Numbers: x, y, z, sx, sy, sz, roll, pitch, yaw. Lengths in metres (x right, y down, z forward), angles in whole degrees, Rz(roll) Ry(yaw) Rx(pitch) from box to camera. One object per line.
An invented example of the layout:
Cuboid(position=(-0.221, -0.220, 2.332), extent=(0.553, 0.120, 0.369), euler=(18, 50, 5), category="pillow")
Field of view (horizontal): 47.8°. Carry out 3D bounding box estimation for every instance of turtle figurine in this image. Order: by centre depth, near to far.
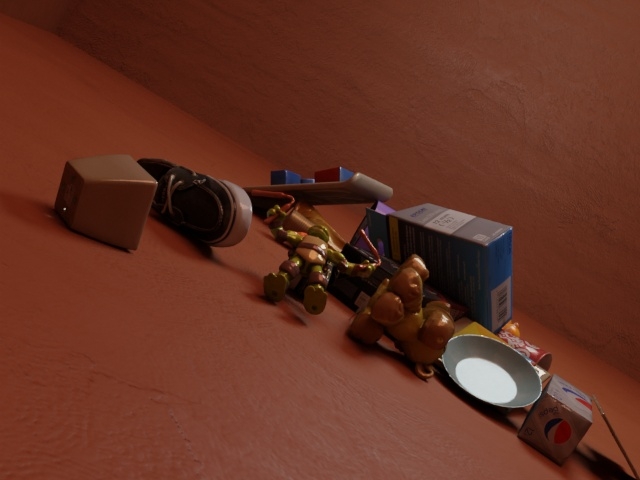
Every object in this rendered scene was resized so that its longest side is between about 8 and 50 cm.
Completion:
Cuboid(position=(-0.032, 0.027, 1.264), extent=(0.270, 0.087, 0.217), euler=(31, 36, -5), category="turtle figurine")

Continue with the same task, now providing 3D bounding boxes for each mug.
Cuboid(position=(0.421, 0.255, 1.645), extent=(0.169, 0.113, 0.150), euler=(32, -9, 36), category="mug")

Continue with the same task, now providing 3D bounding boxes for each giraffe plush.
Cuboid(position=(0.162, 0.155, 1.298), extent=(0.170, 0.181, 0.210), euler=(42, -27, 1), category="giraffe plush")

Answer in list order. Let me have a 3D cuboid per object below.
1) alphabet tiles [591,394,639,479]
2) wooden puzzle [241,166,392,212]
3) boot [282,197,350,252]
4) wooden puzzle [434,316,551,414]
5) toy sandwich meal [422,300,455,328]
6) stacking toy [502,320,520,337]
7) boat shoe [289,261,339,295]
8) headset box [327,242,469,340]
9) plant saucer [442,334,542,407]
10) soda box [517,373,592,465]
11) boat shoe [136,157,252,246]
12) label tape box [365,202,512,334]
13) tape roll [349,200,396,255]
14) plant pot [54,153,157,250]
Cuboid(position=(0.579, 0.396, 1.397), extent=(0.198, 0.009, 0.237), euler=(62, 13, 6), category="alphabet tiles")
Cuboid(position=(-0.009, -0.145, 1.981), extent=(0.348, 0.080, 0.322), euler=(-6, -6, 22), category="wooden puzzle")
Cuboid(position=(0.001, -0.001, 1.825), extent=(0.211, 0.104, 0.295), euler=(39, 6, -6), category="boot")
Cuboid(position=(0.333, 0.239, 1.465), extent=(0.221, 0.044, 0.239), euler=(35, 28, 29), category="wooden puzzle")
Cuboid(position=(0.224, 0.155, 1.387), extent=(0.086, 0.085, 0.029), euler=(33, 33, 16), category="toy sandwich meal")
Cuboid(position=(0.402, 0.150, 1.811), extent=(0.166, 0.175, 0.302), euler=(20, 24, -44), category="stacking toy")
Cuboid(position=(-0.003, 0.067, 1.412), extent=(0.069, 0.081, 0.228), euler=(32, 16, 5), category="boat shoe")
Cuboid(position=(0.175, 0.124, 1.572), extent=(0.218, 0.110, 0.293), euler=(35, 9, 32), category="headset box")
Cuboid(position=(0.316, 0.254, 1.356), extent=(0.195, 0.037, 0.195), euler=(11, 31, -7), category="plant saucer")
Cuboid(position=(0.449, 0.330, 1.364), extent=(0.091, 0.098, 0.286), euler=(34, 8, 19), category="soda box")
Cuboid(position=(-0.249, -0.072, 1.311), extent=(0.119, 0.121, 0.335), euler=(13, 7, -40), category="boat shoe")
Cuboid(position=(0.277, 0.051, 1.701), extent=(0.115, 0.249, 0.348), euler=(-30, 35, -33), category="label tape box")
Cuboid(position=(0.145, -0.011, 2.005), extent=(0.080, 0.189, 0.189), euler=(31, 8, -4), category="tape roll")
Cuboid(position=(-0.308, -0.060, 1.012), extent=(0.096, 0.109, 0.109), euler=(6, 23, -42), category="plant pot")
